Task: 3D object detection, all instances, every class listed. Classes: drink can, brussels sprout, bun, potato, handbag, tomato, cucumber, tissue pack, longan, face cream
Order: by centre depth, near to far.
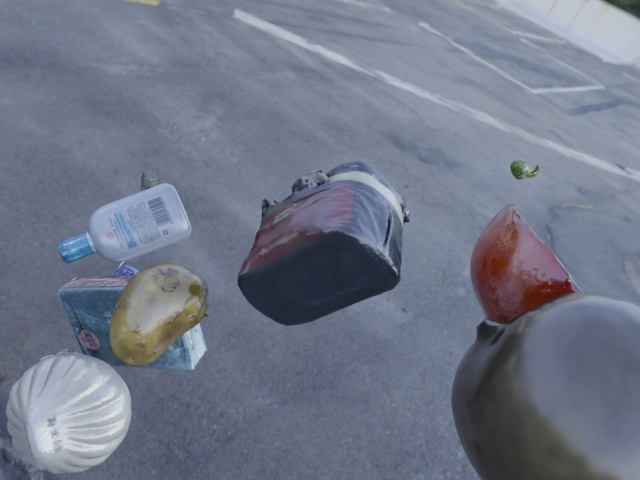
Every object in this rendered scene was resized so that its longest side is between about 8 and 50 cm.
[{"bbox_3d":[0.299,0.195,0.661,0.298,0.297,0.297,20,30,-12],"label":"longan"},{"bbox_3d":[0.000,0.000,0.855,0.181,0.255,0.181,41,39,-26],"label":"handbag"},{"bbox_3d":[-0.260,0.111,0.891,0.137,0.137,0.176,39,71,20],"label":"potato"},{"bbox_3d":[0.348,0.101,0.939,0.338,0.144,0.338,47,17,-19],"label":"tomato"},{"bbox_3d":[-0.542,0.376,1.173,0.263,0.263,0.175,26,7,-2],"label":"bun"},{"bbox_3d":[-0.449,0.193,1.368,0.316,0.227,0.103,-3,26,19],"label":"tissue pack"},{"bbox_3d":[0.515,-0.176,1.430,0.084,0.051,0.046,14,43,-30],"label":"brussels sprout"},{"bbox_3d":[-0.530,-0.026,1.526,0.337,0.162,0.080,-22,8,-7],"label":"face cream"},{"bbox_3d":[-0.505,-0.159,1.689,0.067,0.067,0.245,14,13,-22],"label":"cucumber"},{"bbox_3d":[-0.600,0.173,1.949,0.235,0.097,0.097,34,29,-4],"label":"drink can"}]
